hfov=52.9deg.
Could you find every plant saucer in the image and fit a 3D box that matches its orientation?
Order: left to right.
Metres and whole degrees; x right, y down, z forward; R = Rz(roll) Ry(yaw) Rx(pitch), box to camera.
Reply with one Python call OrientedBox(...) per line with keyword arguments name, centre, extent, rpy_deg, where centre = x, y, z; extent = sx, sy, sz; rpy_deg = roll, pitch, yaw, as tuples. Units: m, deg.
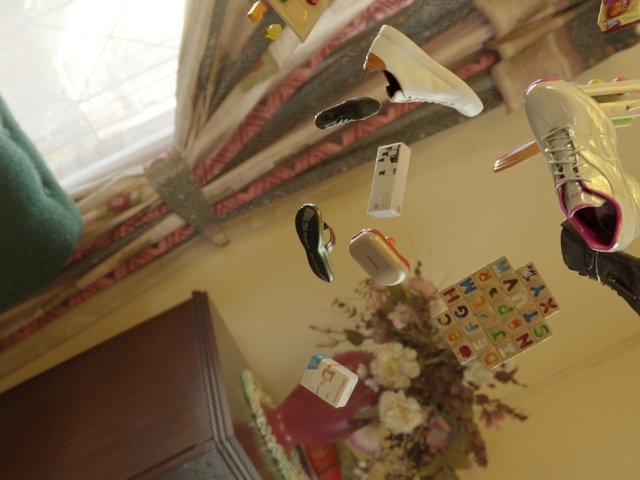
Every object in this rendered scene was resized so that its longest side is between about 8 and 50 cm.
OrientedBox(name="plant saucer", centre=(0.642, -0.277, 2.064), extent=(0.037, 0.199, 0.200), rpy_deg=(63, -4, -3))

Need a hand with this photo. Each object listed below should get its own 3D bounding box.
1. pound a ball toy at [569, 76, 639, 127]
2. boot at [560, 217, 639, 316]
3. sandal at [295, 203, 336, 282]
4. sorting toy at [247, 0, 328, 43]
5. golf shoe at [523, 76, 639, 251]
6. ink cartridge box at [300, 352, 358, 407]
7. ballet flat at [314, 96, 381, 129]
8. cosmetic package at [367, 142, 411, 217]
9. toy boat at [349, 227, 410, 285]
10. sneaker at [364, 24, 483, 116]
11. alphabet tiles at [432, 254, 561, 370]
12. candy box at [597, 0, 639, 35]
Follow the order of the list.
OrientedBox(name="pound a ball toy", centre=(0.832, -0.408, 1.824), extent=(0.208, 0.318, 0.136), rpy_deg=(136, -54, -80))
OrientedBox(name="boot", centre=(0.565, 0.077, 1.207), extent=(0.229, 0.091, 0.263), rpy_deg=(33, -19, 49))
OrientedBox(name="sandal", centre=(-0.001, 0.000, 1.989), extent=(0.120, 0.086, 0.303), rpy_deg=(33, -30, 39))
OrientedBox(name="sorting toy", centre=(-0.090, -0.699, 1.888), extent=(0.041, 0.307, 0.229), rpy_deg=(-7, -43, 43))
OrientedBox(name="golf shoe", centre=(0.414, -0.119, 1.021), extent=(0.115, 0.140, 0.306), rpy_deg=(-33, -90, 45))
OrientedBox(name="ink cartridge box", centre=(0.022, 0.358, 1.647), extent=(0.122, 0.089, 0.052), rpy_deg=(28, 6, 27))
OrientedBox(name="ballet flat", centre=(0.067, -0.320, 1.604), extent=(0.049, 0.173, 0.058), rpy_deg=(-55, 131, -75))
OrientedBox(name="cosmetic package", centre=(0.224, -0.196, 2.103), extent=(0.060, 0.098, 0.239), rpy_deg=(27, 66, -42))
OrientedBox(name="toy boat", centre=(0.221, 0.043, 2.255), extent=(0.231, 0.151, 0.151), rpy_deg=(48, -44, -6))
OrientedBox(name="sneaker", centre=(0.213, -0.327, 1.374), extent=(0.290, 0.123, 0.106), rpy_deg=(30, 9, -21))
OrientedBox(name="alphabet tiles", centre=(0.528, 0.220, 1.938), extent=(0.285, 0.342, 0.011), rpy_deg=(58, 11, -2))
OrientedBox(name="candy box", centre=(0.830, -0.656, 1.751), extent=(0.109, 0.187, 0.053), rpy_deg=(-8, -37, 47))
